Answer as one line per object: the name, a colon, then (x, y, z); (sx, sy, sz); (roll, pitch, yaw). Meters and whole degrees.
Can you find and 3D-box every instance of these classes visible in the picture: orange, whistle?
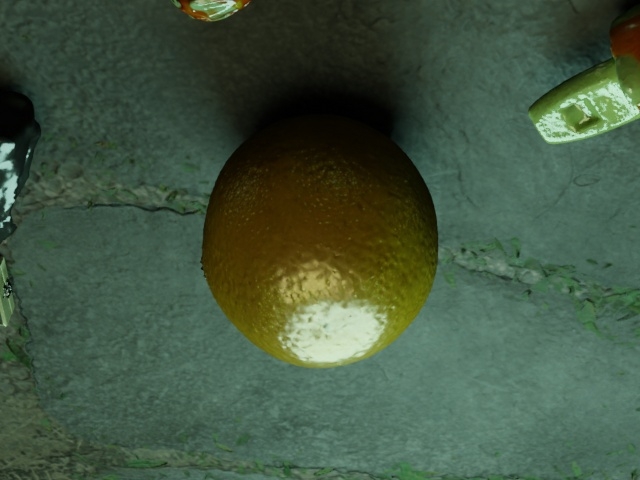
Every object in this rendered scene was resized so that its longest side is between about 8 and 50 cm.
orange: (0.000, 0.000, 1.264); (0.236, 0.236, 0.236); (5, 135, 5)
whistle: (0.301, -0.147, 1.152); (0.288, 0.106, 0.131); (-25, 119, 29)

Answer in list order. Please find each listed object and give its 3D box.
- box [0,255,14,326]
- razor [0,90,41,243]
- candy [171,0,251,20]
box: (-0.372, 0.052, 1.515); (0.083, 0.035, 0.079); (5, 135, 6)
razor: (-0.444, -0.094, 1.327); (0.349, 0.113, 0.204); (19, 132, -9)
candy: (-0.004, -0.265, 1.126); (0.288, 0.078, 0.084); (-25, 106, 19)
